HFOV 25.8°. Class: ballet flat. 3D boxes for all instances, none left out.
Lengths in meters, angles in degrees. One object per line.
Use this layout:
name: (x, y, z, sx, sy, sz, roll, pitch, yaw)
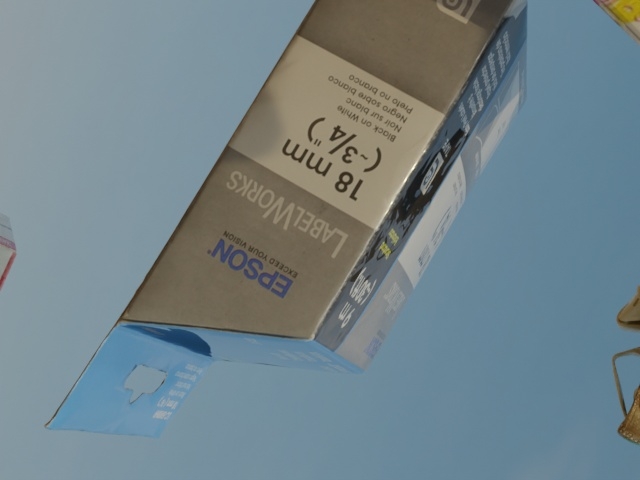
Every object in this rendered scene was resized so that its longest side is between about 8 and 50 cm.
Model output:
ballet flat: (0.313, 0.098, 1.331, 0.073, 0.067, 0.206, 64, 32, -63)

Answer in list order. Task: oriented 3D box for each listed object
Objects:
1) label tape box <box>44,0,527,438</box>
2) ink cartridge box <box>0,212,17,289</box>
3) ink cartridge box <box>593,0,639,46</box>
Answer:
label tape box: (0.000, 0.000, 0.844, 0.333, 0.106, 0.240, -59, 168, -4)
ink cartridge box: (-0.358, 0.029, 1.410, 0.109, 0.063, 0.150, -65, -161, 7)
ink cartridge box: (0.216, -0.198, 0.675, 0.226, 0.306, 0.131, -43, -164, 20)
